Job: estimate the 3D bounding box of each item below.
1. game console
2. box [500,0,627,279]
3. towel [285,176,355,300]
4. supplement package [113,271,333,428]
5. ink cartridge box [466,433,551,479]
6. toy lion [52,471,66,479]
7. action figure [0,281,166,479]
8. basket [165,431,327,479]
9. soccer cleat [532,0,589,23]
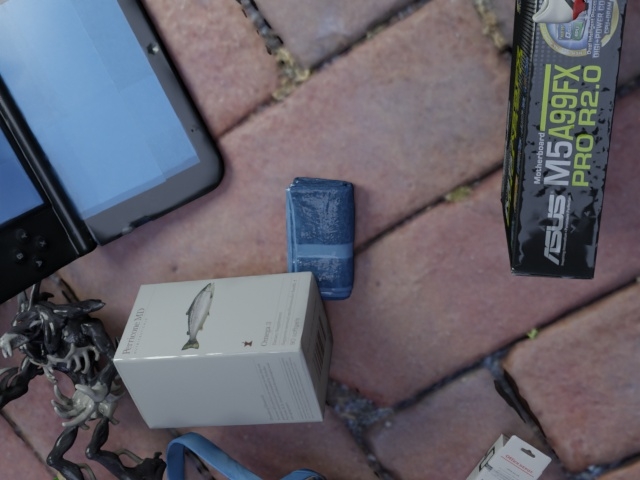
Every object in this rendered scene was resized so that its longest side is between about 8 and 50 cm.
[{"bbox_3d":[-0.271,-0.116,0.742,0.173,0.250,0.293,-20,102,37],"label":"game console"},{"bbox_3d":[0.179,-0.131,0.633,0.060,0.216,0.270,4,108,8],"label":"box"},{"bbox_3d":[0.000,0.000,0.806,0.067,0.029,0.120,3,107,9],"label":"towel"},{"bbox_3d":[-0.088,0.107,0.801,0.179,0.105,0.105,-5,131,12],"label":"supplement package"},{"bbox_3d":[0.190,0.232,0.840,0.048,0.028,0.083,33,110,0],"label":"ink cartridge box"},{"bbox_3d":[-0.265,0.304,0.915,0.100,0.096,0.034,26,110,3],"label":"toy lion"},{"bbox_3d":[-0.263,0.163,0.843,0.164,0.141,0.276,-22,94,27],"label":"action figure"},{"bbox_3d":[-0.061,0.361,0.855,0.288,0.201,0.255,17,114,35],"label":"basket"},{"bbox_3d":[0.139,-0.172,0.498,0.035,0.029,0.083,-9,109,8],"label":"soccer cleat"}]
